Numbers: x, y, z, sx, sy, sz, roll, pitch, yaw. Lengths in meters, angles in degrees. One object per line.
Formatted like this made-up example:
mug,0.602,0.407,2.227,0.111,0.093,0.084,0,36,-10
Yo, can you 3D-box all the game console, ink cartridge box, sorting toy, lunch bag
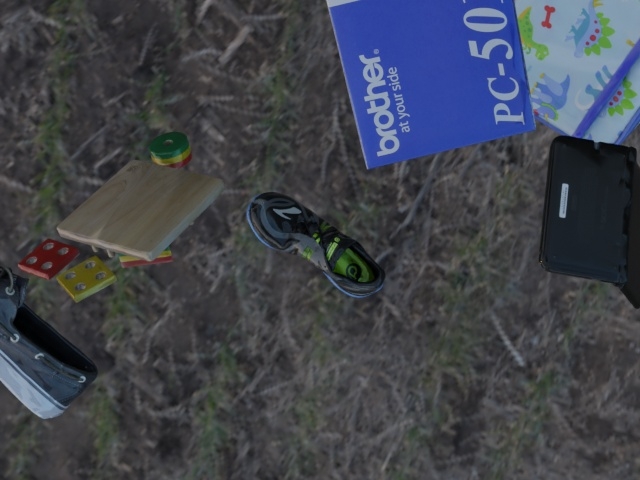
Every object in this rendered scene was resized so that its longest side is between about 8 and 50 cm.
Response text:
game console,0.235,-0.015,0.971,0.107,0.122,0.071,10,160,-1
ink cartridge box,0.047,-0.148,0.605,0.097,0.046,0.207,-13,113,4
sorting toy,-0.192,-0.017,1.223,0.132,0.274,0.046,13,134,31
lunch bag,0.260,-0.200,1.045,0.176,0.090,0.219,38,130,9

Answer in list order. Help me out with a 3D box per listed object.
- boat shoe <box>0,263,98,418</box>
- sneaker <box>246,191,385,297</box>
boat shoe,-0.285,0.061,1.017,0.076,0.080,0.228,-36,109,4
sneaker,0.000,0.000,1.332,0.188,0.067,0.078,35,161,-15
